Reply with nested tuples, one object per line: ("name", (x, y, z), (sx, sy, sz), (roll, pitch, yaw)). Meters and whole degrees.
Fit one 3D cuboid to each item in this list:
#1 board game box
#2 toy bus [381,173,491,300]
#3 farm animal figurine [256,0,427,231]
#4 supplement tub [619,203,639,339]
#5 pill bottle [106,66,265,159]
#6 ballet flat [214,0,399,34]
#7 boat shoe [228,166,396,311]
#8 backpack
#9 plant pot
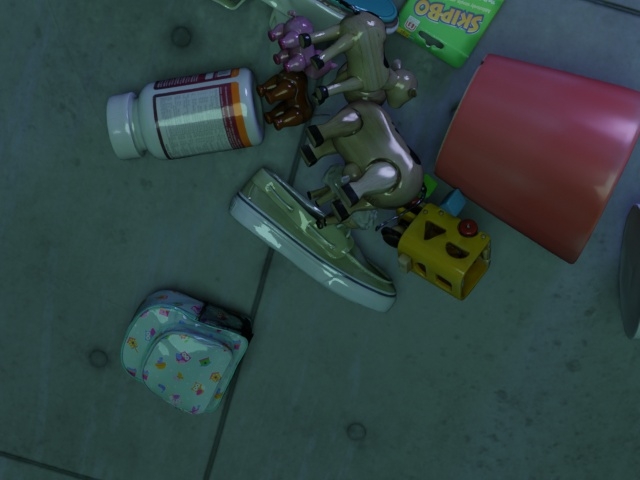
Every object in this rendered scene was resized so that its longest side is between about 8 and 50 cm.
("board game box", (0.224, -0.394, 1.796), (0.124, 0.039, 0.259), (31, 103, -4))
("toy bus", (0.158, 0.005, 1.830), (0.191, 0.202, 0.104), (47, 69, -19))
("farm animal figurine", (0.056, -0.180, 1.719), (0.172, 0.330, 0.327), (-25, 94, -16))
("supplement tub", (0.625, 0.052, 1.787), (0.331, 0.241, 0.241), (2, 106, 4))
("pill bottle", (-0.202, -0.187, 1.837), (0.221, 0.121, 0.121), (-8, 105, 7))
("ballet flat", (-0.077, -0.380, 1.786), (0.400, 0.139, 0.139), (30, 105, 0))
("boat shoe", (0.000, 0.000, 1.886), (0.302, 0.109, 0.094), (34, 103, -3))
("backpack", (-0.222, 0.174, 1.931), (0.188, 0.144, 0.166), (27, 111, -1))
("plant pot", (0.311, -0.136, 1.757), (0.243, 0.275, 0.275), (26, 106, 7))
